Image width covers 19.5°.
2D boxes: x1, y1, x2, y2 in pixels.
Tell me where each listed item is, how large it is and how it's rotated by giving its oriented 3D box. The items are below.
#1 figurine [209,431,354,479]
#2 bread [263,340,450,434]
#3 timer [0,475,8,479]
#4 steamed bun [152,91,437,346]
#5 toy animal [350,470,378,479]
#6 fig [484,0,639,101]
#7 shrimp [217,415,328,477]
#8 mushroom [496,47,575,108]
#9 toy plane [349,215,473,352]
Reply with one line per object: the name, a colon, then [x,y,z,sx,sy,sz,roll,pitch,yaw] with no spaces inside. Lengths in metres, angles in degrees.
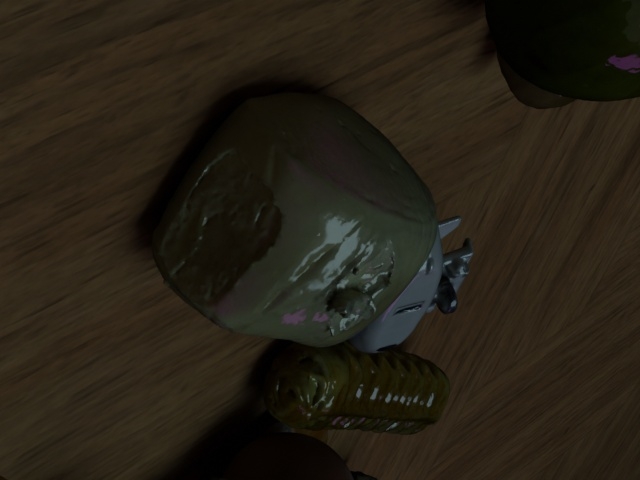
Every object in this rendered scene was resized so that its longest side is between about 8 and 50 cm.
figurine: [-0.095,0.325,1.536,0.248,0.277,0.388,-14,179,15]
bread: [0.040,0.140,1.755,0.084,0.077,0.367,-23,165,17]
timer: [-0.252,0.291,1.180,0.233,0.240,0.234,-5,128,-7]
steamed bun: [0.000,0.000,1.309,0.170,0.152,0.238,-53,157,13]
toy animal: [-0.001,0.390,1.943,0.267,0.212,0.212,-59,159,7]
fig: [0.204,-0.200,1.374,0.203,0.203,0.225,-33,-172,-39]
shrimp: [-0.069,0.259,1.772,0.150,0.068,0.249,-12,131,-46]
mushroom: [0.284,-0.202,1.602,0.350,0.128,0.128,-25,150,-40]
toy plane: [0.061,0.030,1.603,0.174,0.080,0.174,-24,147,-16]
